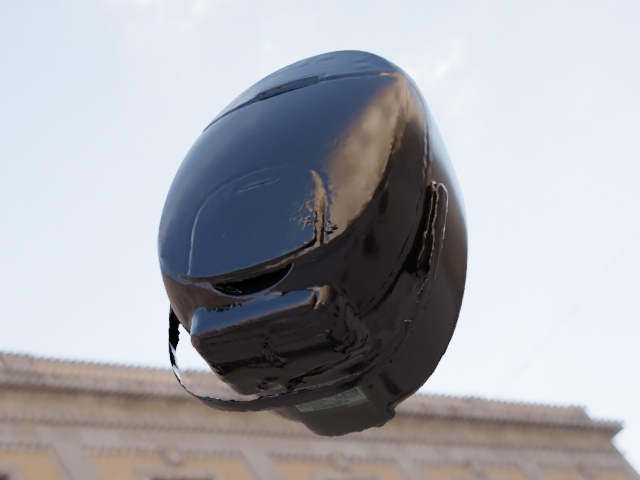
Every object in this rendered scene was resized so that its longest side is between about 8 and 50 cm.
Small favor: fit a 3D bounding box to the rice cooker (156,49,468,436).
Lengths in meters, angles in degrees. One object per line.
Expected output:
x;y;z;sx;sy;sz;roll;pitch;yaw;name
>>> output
0.000;0.001;0.763;0.142;0.203;0.118;-13;-45;25;rice cooker
